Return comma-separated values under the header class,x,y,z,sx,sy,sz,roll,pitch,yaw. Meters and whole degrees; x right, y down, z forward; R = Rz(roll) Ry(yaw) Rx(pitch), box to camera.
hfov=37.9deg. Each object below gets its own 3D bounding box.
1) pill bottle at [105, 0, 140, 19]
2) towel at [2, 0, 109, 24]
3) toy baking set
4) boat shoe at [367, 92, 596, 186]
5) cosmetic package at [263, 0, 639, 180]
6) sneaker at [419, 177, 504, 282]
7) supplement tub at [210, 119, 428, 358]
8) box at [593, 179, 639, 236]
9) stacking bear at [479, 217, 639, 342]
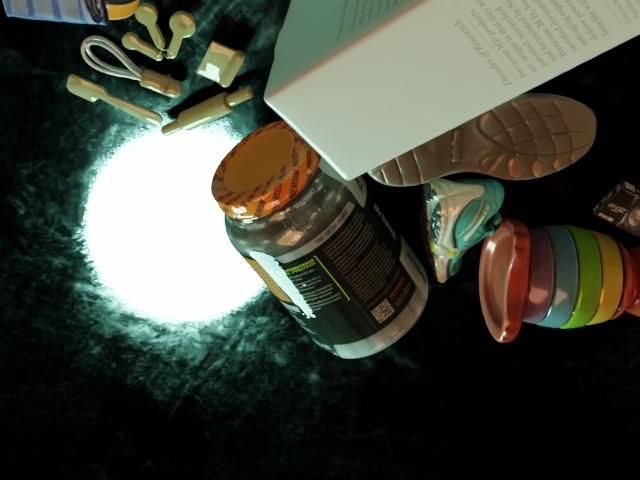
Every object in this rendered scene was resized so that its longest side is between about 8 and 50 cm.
class,x,y,z,sx,sy,sz,roll,pitch,yaw
pill bottle,-0.229,-0.373,1.062,0.130,0.130,0.246,19,138,-8
towel,-0.334,-0.381,1.032,0.209,0.034,0.285,16,127,38
toy baking set,-0.222,-0.230,1.292,0.256,0.030,0.197,-23,124,32
boat shoe,0.201,-0.152,1.221,0.324,0.116,0.123,-3,123,-12
cosmetic package,0.168,-0.272,1.011,0.453,0.230,0.161,-24,128,34
sneaker,0.203,-0.014,1.329,0.110,0.107,0.275,-11,162,-1
supplement tub,0.000,0.000,1.355,0.207,0.207,0.338,-16,131,26
box,0.448,-0.046,1.346,0.083,0.018,0.067,25,136,-14
stacking bear,0.394,0.056,1.370,0.289,0.164,0.175,3,101,-6
